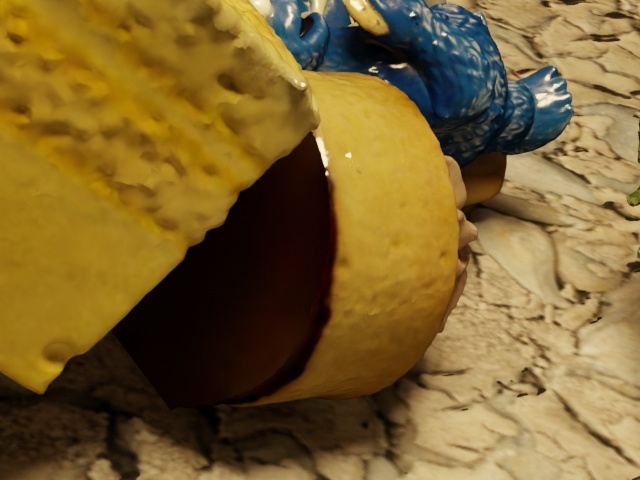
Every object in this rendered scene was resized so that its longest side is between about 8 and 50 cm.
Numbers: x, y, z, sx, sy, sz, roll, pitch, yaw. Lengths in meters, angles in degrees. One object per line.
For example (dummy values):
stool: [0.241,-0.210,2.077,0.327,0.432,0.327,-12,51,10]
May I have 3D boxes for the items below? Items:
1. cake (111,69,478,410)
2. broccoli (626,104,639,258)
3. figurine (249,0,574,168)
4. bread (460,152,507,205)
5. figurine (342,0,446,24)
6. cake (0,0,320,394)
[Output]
cake: [0.000,0.000,0.936,0.178,0.208,0.185,7,62,-49]
broccoli: [0.351,-0.039,0.938,0.353,0.397,0.275,20,8,22]
figurine: [0.037,-0.101,1.046,0.262,0.120,0.164,13,13,-37]
bread: [0.071,-0.052,1.153,0.115,0.056,0.082,-1,44,-11]
figurine: [-0.091,-0.152,1.160,0.387,0.166,0.207,-10,20,-36]
cake: [-0.189,-0.071,0.810,0.227,0.286,0.222,40,9,-39]
